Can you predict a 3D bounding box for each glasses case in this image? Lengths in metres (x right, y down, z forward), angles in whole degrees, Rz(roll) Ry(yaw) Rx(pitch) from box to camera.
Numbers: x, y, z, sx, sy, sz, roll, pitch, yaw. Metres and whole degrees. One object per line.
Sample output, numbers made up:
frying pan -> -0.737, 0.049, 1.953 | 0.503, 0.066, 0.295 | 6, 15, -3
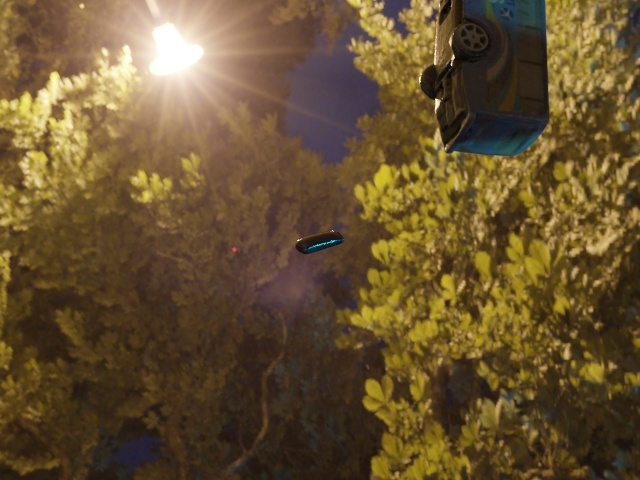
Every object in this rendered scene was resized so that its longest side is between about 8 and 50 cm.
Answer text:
glasses case -> 0.000, 0.000, 1.254 | 0.083, 0.023, 0.033 | -17, -154, -23

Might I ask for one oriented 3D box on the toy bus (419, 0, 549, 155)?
toy bus -> 0.142, -0.188, 0.642 | 0.094, 0.079, 0.236 | 10, -110, -12
